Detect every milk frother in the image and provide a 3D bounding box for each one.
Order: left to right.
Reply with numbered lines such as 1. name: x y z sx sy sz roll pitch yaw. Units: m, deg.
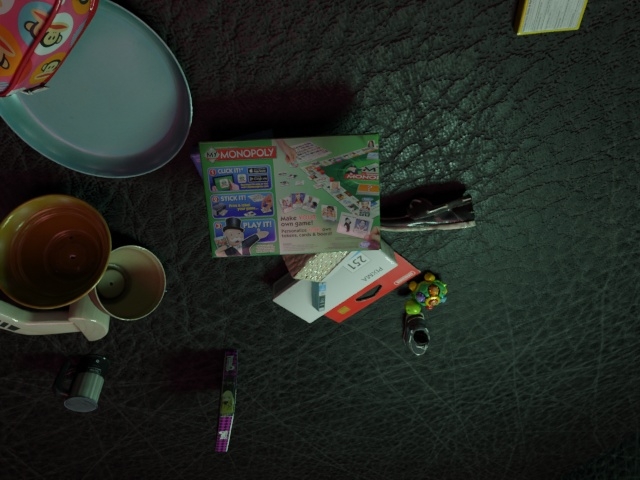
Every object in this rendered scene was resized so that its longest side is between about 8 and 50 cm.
1. milk frother: -0.690 0.421 1.231 0.129 0.135 0.143 11 130 -16

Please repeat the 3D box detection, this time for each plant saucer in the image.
1. plant saucer: -0.375 -0.248 0.716 0.317 0.044 0.318 -3 133 -3

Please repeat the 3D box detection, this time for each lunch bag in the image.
1. lunch bag: -0.464 -0.331 0.534 0.258 0.120 0.293 -40 109 22

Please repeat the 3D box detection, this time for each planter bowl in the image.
1. planter bowl: -0.502 0.025 0.837 0.217 0.217 0.090 -3 170 -4
2. planter bowl: -0.450 0.096 0.961 0.109 0.162 0.162 -6 139 36

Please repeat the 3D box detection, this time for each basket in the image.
1. basket: 0.000 0.000 0.921 0.103 0.113 0.167 9 134 -46

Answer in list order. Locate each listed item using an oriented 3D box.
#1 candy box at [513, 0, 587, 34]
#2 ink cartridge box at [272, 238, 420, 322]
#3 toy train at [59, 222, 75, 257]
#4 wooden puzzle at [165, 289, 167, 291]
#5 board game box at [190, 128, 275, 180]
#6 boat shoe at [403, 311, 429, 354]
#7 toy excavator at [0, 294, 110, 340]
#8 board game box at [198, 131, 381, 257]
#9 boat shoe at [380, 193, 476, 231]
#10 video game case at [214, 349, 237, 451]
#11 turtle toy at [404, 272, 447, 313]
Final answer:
1. candy box: 0.370 -0.427 0.650 0.105 0.027 0.206 -4 133 0
2. ink cartridge box: 0.071 0.115 1.088 0.296 0.066 0.261 -37 125 25
3. toy train: -0.571 -0.002 0.915 0.125 0.046 0.166 10 130 -15
4. wooden puzzle: -0.453 0.141 1.083 0.116 0.014 0.078 -32 129 20
5. board game box: -0.146 -0.110 0.872 0.160 0.039 0.211 -12 134 3
6. boat shoe: 0.289 0.294 1.278 0.075 0.065 0.206 -12 133 4
7. toy excavator: -0.781 0.153 0.957 0.432 0.222 0.445 -20 145 11
8. board game box: -0.050 -0.082 0.787 0.317 0.046 0.214 -2 103 1
9. boat shoe: 0.222 -0.059 0.954 0.233 0.084 0.079 -5 95 7
10. video game case: -0.282 0.480 1.283 0.041 0.210 0.232 6 132 -12
11. turtle toy: 0.280 0.150 1.143 0.130 0.066 0.095 -34 127 23
